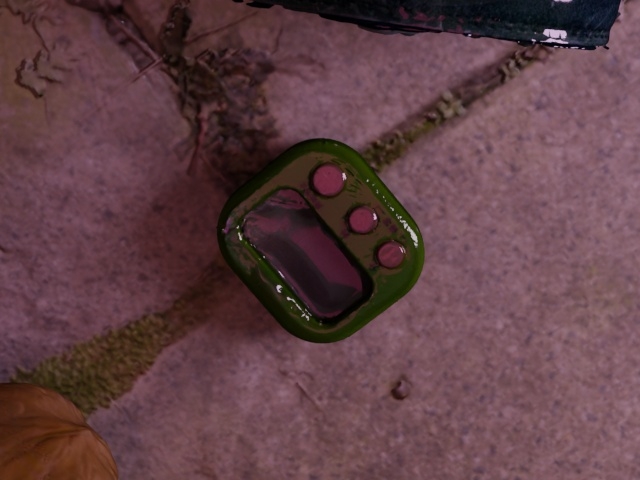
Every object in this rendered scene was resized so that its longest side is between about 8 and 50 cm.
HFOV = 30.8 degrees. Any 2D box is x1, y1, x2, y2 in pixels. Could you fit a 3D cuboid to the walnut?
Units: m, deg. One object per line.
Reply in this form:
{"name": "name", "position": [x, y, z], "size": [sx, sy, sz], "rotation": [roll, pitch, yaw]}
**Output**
{"name": "walnut", "position": [-0.253, 0.216, 0.879], "size": [0.193, 0.193, 0.225], "rotation": [42, 95, -8]}

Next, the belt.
{"name": "belt", "position": [0.057, -0.184, 0.720], "size": [0.268, 0.206, 0.116], "rotation": [9, 104, 8]}

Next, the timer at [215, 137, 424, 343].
{"name": "timer", "position": [0.000, 0.000, 0.864], "size": [0.128, 0.047, 0.140], "rotation": [-38, 101, 12]}
